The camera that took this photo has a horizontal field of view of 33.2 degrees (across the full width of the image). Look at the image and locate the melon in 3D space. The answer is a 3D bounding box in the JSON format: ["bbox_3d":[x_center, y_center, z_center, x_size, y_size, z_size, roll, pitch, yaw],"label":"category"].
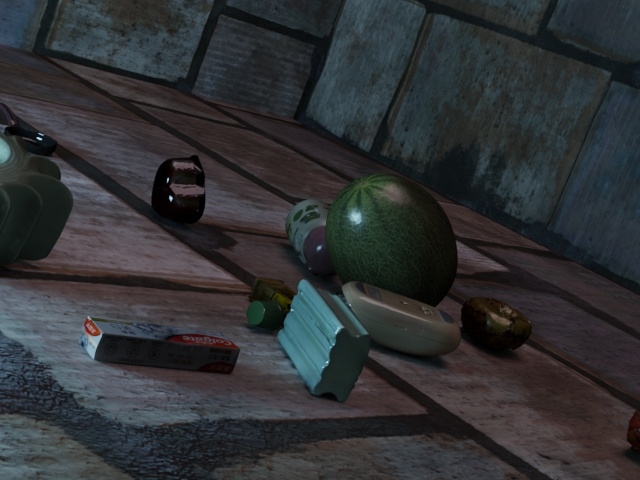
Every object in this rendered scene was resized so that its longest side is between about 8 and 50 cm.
[{"bbox_3d":[0.135,0.007,2.038,0.237,0.237,0.301,37,-17,53],"label":"melon"}]

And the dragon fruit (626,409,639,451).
[{"bbox_3d":[0.578,0.347,1.813,0.162,0.083,0.106,21,20,-52],"label":"dragon fruit"}]

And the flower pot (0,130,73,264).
[{"bbox_3d":[-0.556,-0.112,1.575,0.367,0.164,0.254,39,21,26],"label":"flower pot"}]

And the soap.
[{"bbox_3d":[0.004,0.146,1.602,0.063,0.114,0.198,17,14,-22],"label":"soap"}]

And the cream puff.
[{"bbox_3d":[0.350,0.173,2.155,0.149,0.084,0.149,18,16,-5],"label":"cream puff"}]

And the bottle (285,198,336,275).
[{"bbox_3d":[0.000,0.000,2.237,0.120,0.120,0.253,18,13,-14],"label":"bottle"}]

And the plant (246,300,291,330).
[{"bbox_3d":[-0.071,0.123,1.730,0.051,0.051,0.102,31,10,39],"label":"plant"}]

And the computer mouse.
[{"bbox_3d":[0.134,0.145,1.905,0.236,0.082,0.145,18,13,-9],"label":"computer mouse"}]

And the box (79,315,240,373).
[{"bbox_3d":[-0.210,0.140,1.429,0.218,0.039,0.055,12,14,-38],"label":"box"}]

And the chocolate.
[{"bbox_3d":[-0.299,-0.105,2.174,0.080,0.148,0.125,11,-22,-40],"label":"chocolate"}]

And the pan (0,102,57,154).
[{"bbox_3d":[-0.656,-0.239,2.336,0.115,0.040,0.212,7,26,-48],"label":"pan"}]

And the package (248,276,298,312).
[{"bbox_3d":[-0.056,0.108,1.822,0.131,0.047,0.071,31,10,41],"label":"package"}]
